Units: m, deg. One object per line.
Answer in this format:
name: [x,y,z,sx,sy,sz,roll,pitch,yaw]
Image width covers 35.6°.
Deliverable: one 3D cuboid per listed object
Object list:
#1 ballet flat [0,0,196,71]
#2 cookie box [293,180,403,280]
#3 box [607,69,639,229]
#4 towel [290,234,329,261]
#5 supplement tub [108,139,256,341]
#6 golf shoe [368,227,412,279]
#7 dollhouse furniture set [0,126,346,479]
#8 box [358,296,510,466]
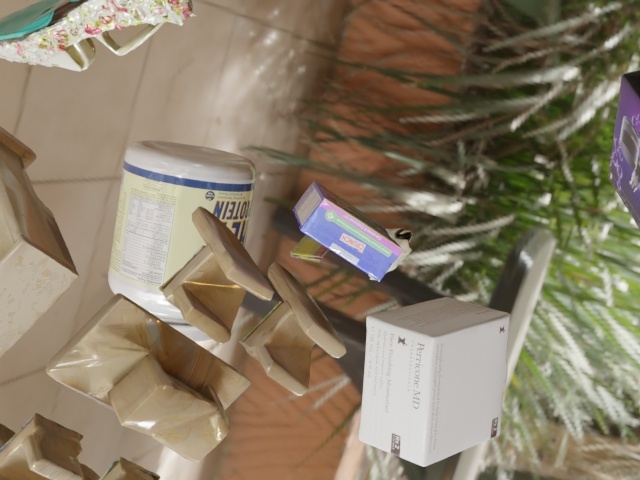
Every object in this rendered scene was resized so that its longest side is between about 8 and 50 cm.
ballet flat: [-0.226,-0.208,0.970,0.077,0.241,0.091,60,31,-29]
cookie box: [0.024,-0.011,0.957,0.040,0.092,0.107,-55,-168,7]
box: [0.459,-0.070,1.232,0.184,0.103,0.261,78,-2,-45]
towel: [0.000,0.000,1.419,0.083,0.060,0.009,-49,130,-34]
supplement tub: [-0.252,-0.002,1.788,0.235,0.235,0.325,-23,124,-71]
golf shoe: [0.106,0.010,1.553,0.069,0.086,0.176,62,6,-14]
dollhouse furniture set: [-0.253,0.090,1.101,0.362,0.256,0.394,-45,130,5]
box: [0.157,0.186,1.358,0.182,0.119,0.181,-8,106,-45]
